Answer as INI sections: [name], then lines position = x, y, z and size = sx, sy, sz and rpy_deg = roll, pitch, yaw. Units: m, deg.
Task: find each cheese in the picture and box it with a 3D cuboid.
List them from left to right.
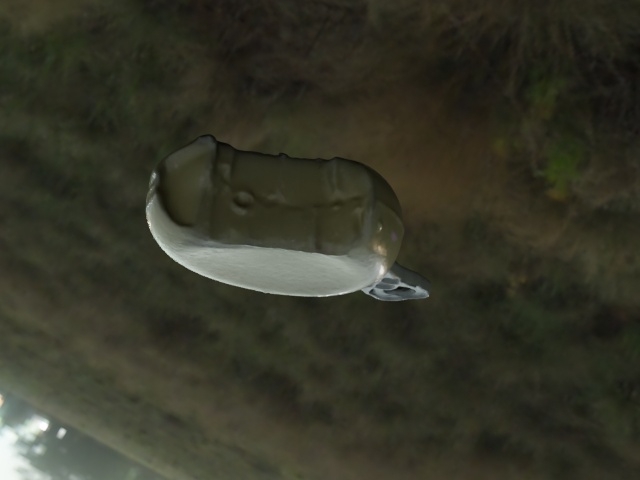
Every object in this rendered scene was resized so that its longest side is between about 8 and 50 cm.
[cheese]
position = -0.017, 0.002, 0.833
size = 0.163, 0.071, 0.249
rpy_deg = 0, 162, 13
